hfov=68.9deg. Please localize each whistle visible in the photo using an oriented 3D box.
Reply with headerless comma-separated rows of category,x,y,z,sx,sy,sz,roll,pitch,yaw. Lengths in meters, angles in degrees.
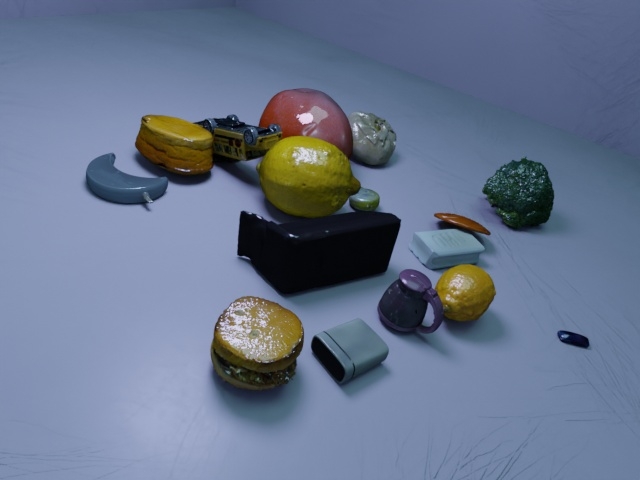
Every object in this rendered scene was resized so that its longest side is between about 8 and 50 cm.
whistle,0.127,-0.159,1.597,0.104,0.057,0.198,-10,34,-23

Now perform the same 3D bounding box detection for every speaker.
speaker,0.000,0.000,1.219,0.389,0.179,0.184,-9,37,-31

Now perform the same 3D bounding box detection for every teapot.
teapot,0.214,0.148,1.114,0.116,0.145,0.148,0,38,-21

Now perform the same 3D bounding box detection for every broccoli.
broccoli,0.724,-0.173,1.722,0.295,0.264,0.245,14,0,-14

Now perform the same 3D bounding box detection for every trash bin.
trash bin,0.063,0.235,1.013,0.130,0.059,0.116,-15,45,-38

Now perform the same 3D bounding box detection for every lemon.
lemon,0.364,0.138,1.195,0.187,0.142,0.142,-25,51,-37
lemon,-0.037,-0.188,1.403,0.320,0.245,0.245,12,35,2

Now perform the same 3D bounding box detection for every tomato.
tomato,-0.045,-0.383,1.623,0.342,0.272,0.341,10,19,-4

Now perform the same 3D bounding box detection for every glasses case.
glasses case,0.678,0.261,1.245,0.084,0.023,0.033,14,33,-1

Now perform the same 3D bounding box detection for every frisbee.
frisbee,0.470,-0.063,1.538,0.192,0.035,0.192,19,9,-3

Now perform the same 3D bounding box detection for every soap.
soap,0.385,0.022,1.426,0.198,0.066,0.119,-5,38,-27

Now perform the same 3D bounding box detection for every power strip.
power strip,-0.561,-0.168,1.337,0.254,0.054,0.167,26,39,15

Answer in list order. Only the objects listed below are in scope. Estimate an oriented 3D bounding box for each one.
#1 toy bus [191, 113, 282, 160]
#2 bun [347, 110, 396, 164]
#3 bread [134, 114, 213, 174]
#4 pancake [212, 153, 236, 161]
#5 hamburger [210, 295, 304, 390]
toy bus,-0.276,-0.333,1.516,0.336,0.122,0.121,20,32,35
bun,0.203,-0.413,1.853,0.239,0.141,0.238,18,55,-28
bread,-0.460,-0.302,1.481,0.270,0.142,0.195,27,27,20
pancake,-0.364,-0.327,1.660,0.200,0.021,0.199,10,35,-8
hamburger,-0.121,0.212,0.923,0.191,0.117,0.182,35,42,31
